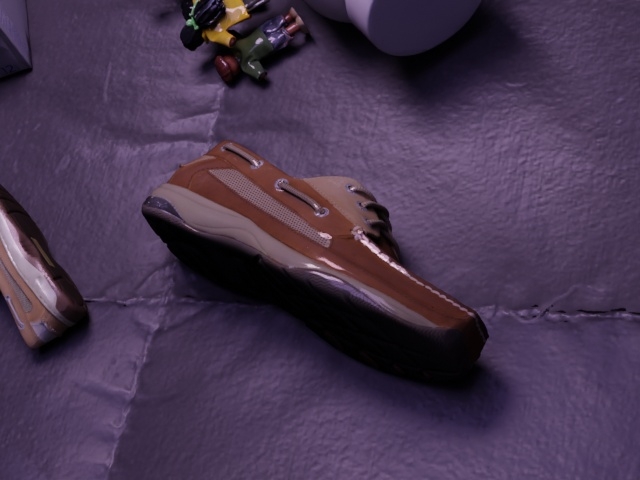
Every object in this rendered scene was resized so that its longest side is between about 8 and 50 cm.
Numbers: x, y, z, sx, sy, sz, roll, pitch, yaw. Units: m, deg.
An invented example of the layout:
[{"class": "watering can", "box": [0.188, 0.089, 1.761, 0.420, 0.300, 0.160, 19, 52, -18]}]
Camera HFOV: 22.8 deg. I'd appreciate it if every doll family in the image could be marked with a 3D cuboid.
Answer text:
[{"class": "doll family", "box": [-0.100, -0.228, 1.494, 0.111, 0.076, 0.193, -34, 50, 3]}]

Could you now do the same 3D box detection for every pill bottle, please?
[{"class": "pill bottle", "box": [0.020, -0.304, 1.435, 0.169, 0.169, 0.301, -35, 55, -3]}]

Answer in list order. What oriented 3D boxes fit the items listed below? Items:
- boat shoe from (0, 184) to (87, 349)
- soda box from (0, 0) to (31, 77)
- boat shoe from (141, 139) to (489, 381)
[{"class": "boat shoe", "box": [-0.282, 0.018, 1.413, 0.072, 0.068, 0.190, -41, 55, 6]}, {"class": "soda box", "box": [-0.364, -0.290, 1.609, 0.098, 0.091, 0.286, -17, 56, 9]}, {"class": "boat shoe", "box": [0.000, 0.000, 1.289, 0.324, 0.122, 0.120, 27, 69, 30]}]
